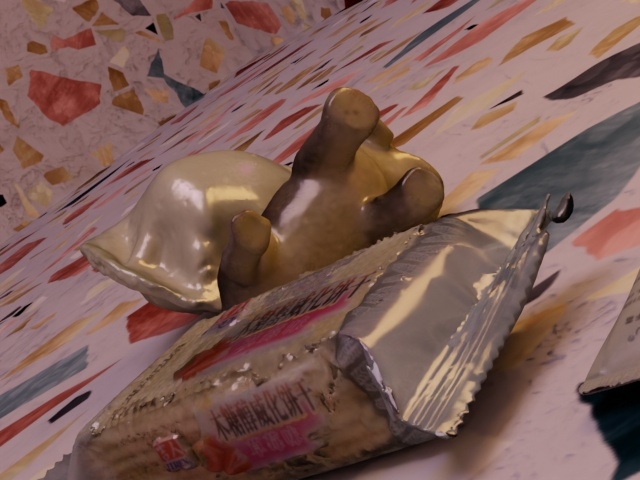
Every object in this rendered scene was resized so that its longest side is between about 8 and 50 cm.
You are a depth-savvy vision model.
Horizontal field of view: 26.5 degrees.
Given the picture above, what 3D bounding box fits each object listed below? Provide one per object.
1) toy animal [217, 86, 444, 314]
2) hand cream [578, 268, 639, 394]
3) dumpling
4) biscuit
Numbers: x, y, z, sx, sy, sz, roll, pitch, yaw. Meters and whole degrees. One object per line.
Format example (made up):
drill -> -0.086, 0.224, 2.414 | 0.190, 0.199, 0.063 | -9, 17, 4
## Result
toy animal -> 0.010, -0.012, 0.958 | 0.233, 0.121, 0.168 | -53, 4, -33
hand cream -> 0.186, -0.007, 0.641 | 0.080, 0.050, 0.234 | -23, 21, 40
dumpling -> -0.071, -0.002, 1.168 | 0.252, 0.131, 0.179 | -16, 25, -22
biscuit -> -0.009, 0.071, 0.754 | 0.309, 0.079, 0.186 | -25, 17, 43
